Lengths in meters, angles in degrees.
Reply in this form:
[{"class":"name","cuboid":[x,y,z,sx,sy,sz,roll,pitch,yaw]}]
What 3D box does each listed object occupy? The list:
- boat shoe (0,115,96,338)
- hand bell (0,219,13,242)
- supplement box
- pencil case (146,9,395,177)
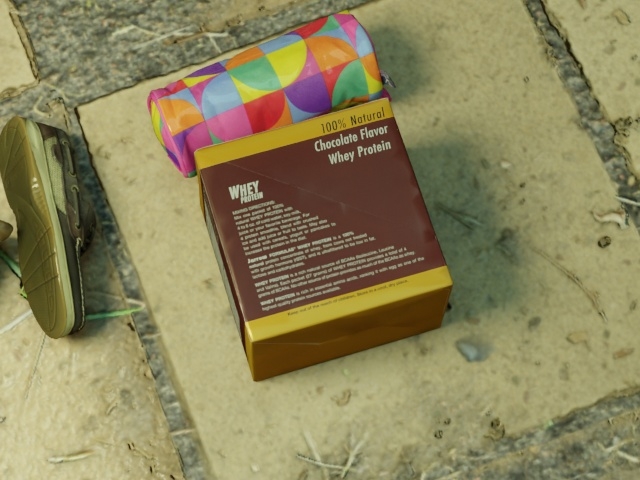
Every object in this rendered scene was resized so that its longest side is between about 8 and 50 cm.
[{"class":"boat shoe","cuboid":[-0.248,-0.016,1.594,0.073,0.080,0.224,-2,66,-36]},{"class":"hand bell","cuboid":[-0.361,0.098,1.548,0.126,0.126,0.242,5,81,1]},{"class":"supplement box","cuboid":[0.000,0.000,1.564,0.191,0.129,0.194,-16,71,-7]},{"class":"pencil case","cuboid":[-0.048,-0.140,1.636,0.236,0.104,0.104,-21,71,-9]}]
